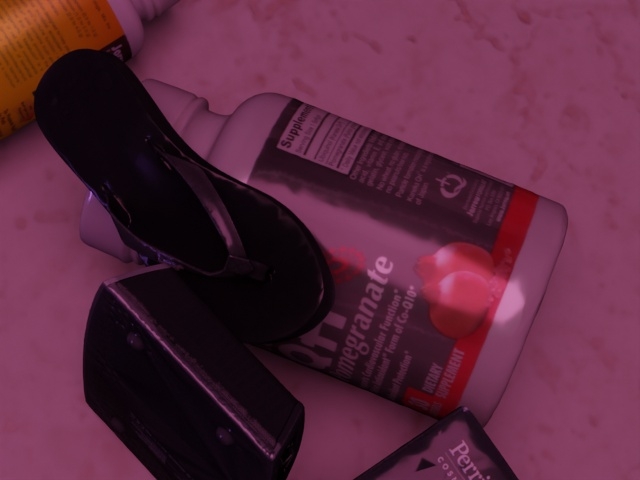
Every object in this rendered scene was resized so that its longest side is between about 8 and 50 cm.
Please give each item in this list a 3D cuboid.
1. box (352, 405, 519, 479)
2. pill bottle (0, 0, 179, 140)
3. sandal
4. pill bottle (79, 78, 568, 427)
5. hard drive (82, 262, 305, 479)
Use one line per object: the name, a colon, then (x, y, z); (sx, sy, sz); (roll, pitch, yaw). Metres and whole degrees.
box: (0.059, 0.342, 1.187); (0.312, 0.179, 0.343); (-33, 79, -11)
pill bottle: (-0.215, -0.160, 1.347); (0.215, 0.117, 0.117); (-34, 78, -10)
sandal: (-0.101, -0.023, 1.179); (0.254, 0.054, 0.097); (42, 103, 14)
pill bottle: (0.000, 0.000, 1.280); (0.319, 0.176, 0.176); (22, 75, 4)
hard drive: (-0.087, 0.113, 1.210); (0.054, 0.254, 0.172); (-41, 79, -22)
